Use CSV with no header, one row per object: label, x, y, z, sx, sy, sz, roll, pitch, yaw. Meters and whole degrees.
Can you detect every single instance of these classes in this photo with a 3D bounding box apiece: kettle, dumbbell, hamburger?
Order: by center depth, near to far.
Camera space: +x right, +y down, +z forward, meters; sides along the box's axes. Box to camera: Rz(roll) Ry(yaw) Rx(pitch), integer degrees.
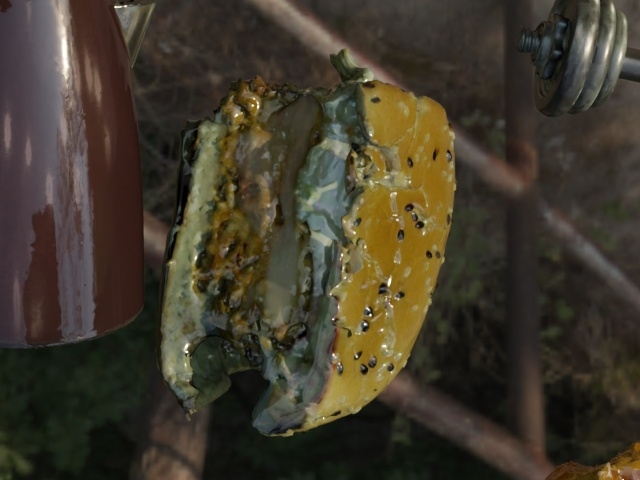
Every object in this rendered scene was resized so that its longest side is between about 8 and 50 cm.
kettle,-0.206,-0.067,0.795,0.202,0.144,0.232,1,108,-5
hamburger,0.000,0.000,0.955,0.168,0.287,0.192,12,-175,37
dumbbell,0.279,-0.133,1.013,0.255,0.110,0.110,13,150,-5

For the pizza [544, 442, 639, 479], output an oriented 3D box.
pizza,0.167,0.229,0.807,0.336,0.226,0.086,10,153,24
